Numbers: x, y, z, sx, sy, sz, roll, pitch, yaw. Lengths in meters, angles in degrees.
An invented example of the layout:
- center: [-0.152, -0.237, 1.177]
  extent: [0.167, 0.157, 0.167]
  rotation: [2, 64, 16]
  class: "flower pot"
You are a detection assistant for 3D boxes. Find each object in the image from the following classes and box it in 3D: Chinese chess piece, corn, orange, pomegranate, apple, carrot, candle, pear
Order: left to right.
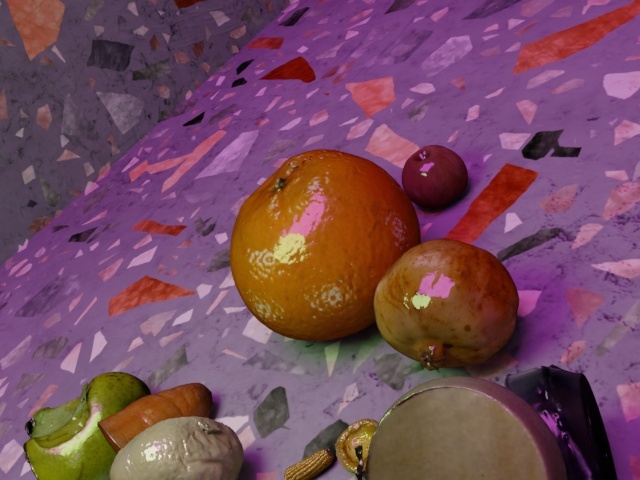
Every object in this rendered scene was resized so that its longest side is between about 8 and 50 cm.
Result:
- center: [-0.482, 0.408, 1.446]
  extent: [0.255, 0.164, 0.238]
  rotation: [-34, 31, -3]
  class: "pear"
- center: [-0.312, 0.371, 1.362]
  extent: [0.225, 0.159, 0.159]
  rotation: [-31, 28, -30]
  class: "carrot"
- center: [-0.020, 0.396, 1.176]
  extent: [0.092, 0.037, 0.037]
  rotation: [-33, 33, 2]
  class: "corn"
- center: [0.000, 0.000, 1.400]
  extent: [0.424, 0.326, 0.424]
  rotation: [-22, 33, 15]
  class: "orange"
- center: [0.259, -0.152, 1.559]
  extent: [0.153, 0.120, 0.153]
  rotation: [-23, 34, 17]
  class: "apple"
- center: [0.216, 0.115, 1.170]
  extent: [0.248, 0.248, 0.248]
  rotation: [-23, 35, 17]
  class: "pomegranate"
- center: [0.162, 0.271, 0.780]
  extent: [0.238, 0.092, 0.237]
  rotation: [-5, 79, 26]
  class: "Chinese chess piece"
- center: [0.216, 0.310, 0.921]
  extent: [0.342, 0.221, 0.221]
  rotation: [-22, 35, 21]
  class: "candle"

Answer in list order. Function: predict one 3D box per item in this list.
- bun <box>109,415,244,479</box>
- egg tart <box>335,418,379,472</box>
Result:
- center: [-0.244, 0.426, 1.194]
  extent: [0.244, 0.244, 0.153]
  rotation: [-32, 53, 3]
  class: "bun"
- center: [0.074, 0.354, 1.146]
  extent: [0.105, 0.039, 0.105]
  rotation: [-22, 35, 17]
  class: "egg tart"
